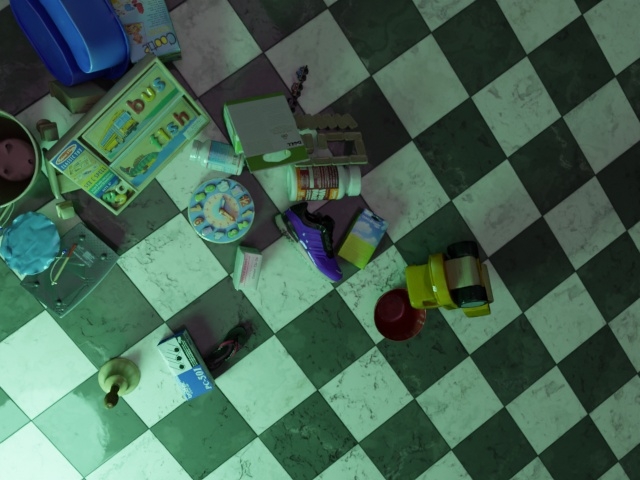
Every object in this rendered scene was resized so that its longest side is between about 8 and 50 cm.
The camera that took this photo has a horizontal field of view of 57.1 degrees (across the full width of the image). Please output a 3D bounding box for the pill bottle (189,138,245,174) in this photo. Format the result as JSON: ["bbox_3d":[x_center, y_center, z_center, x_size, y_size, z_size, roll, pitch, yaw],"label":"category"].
[{"bbox_3d":[-0.314,-0.258,1.793,0.160,0.087,0.087,13,94,-13],"label":"pill bottle"}]

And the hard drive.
[{"bbox_3d":[-0.744,0.086,1.760,0.172,0.054,0.254,44,86,-13],"label":"hard drive"}]

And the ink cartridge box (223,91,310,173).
[{"bbox_3d":[-0.163,-0.300,1.745,0.189,0.097,0.255,-15,68,-16],"label":"ink cartridge box"}]

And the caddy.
[{"bbox_3d":[-0.661,-0.590,1.590,0.179,0.241,0.341,-48,117,-44],"label":"caddy"}]

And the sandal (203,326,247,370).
[{"bbox_3d":[-0.303,0.354,1.891,0.179,0.040,0.067,-46,102,-3],"label":"sandal"}]

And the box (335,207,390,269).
[{"bbox_3d":[0.139,-0.006,1.941,0.109,0.042,0.178,30,90,-14],"label":"box"}]

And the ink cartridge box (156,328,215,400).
[{"bbox_3d":[-0.424,0.395,1.861,0.097,0.046,0.207,-26,101,3],"label":"ink cartridge box"}]

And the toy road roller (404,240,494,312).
[{"bbox_3d":[0.416,0.139,1.907,0.241,0.329,0.202,-13,71,20],"label":"toy road roller"}]

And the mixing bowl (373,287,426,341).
[{"bbox_3d":[0.251,0.236,1.965,0.182,0.098,0.181,-2,98,-12],"label":"mixing bowl"}]

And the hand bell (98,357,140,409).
[{"bbox_3d":[-0.609,0.445,1.735,0.126,0.242,0.126,-2,98,-12],"label":"hand bell"}]

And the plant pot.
[{"bbox_3d":[-0.865,-0.221,1.585,0.257,0.274,0.256,-2,98,-12],"label":"plant pot"}]

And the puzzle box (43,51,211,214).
[{"bbox_3d":[-0.536,-0.297,1.675,0.409,0.052,0.272,-47,139,-6],"label":"puzzle box"}]

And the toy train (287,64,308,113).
[{"bbox_3d":[-0.075,-0.478,1.849,0.036,0.027,0.158,19,92,-3],"label":"toy train"}]

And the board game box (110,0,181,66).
[{"bbox_3d":[-0.508,-0.647,1.677,0.144,0.142,0.275,-18,99,-8],"label":"board game box"}]

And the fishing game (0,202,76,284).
[{"bbox_3d":[-0.840,0.011,1.712,0.264,0.041,0.189,29,90,9],"label":"fishing game"}]

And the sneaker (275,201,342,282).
[{"bbox_3d":[0.000,0.000,1.862,0.146,0.102,0.293,-37,104,14],"label":"sneaker"}]

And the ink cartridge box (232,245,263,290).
[{"bbox_3d":[-0.223,0.087,1.796,0.067,0.198,0.115,9,95,-13],"label":"ink cartridge box"}]

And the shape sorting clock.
[{"bbox_3d":[-0.309,-0.093,1.837,0.206,0.040,0.206,-1,97,-12],"label":"shape sorting clock"}]

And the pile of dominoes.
[{"bbox_3d":[0.009,-0.312,1.857,0.251,0.040,0.196,-4,65,-12],"label":"pile of dominoes"}]

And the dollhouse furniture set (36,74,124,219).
[{"bbox_3d":[-0.669,-0.284,1.734,0.303,0.174,0.355,-20,131,-33],"label":"dollhouse furniture set"}]

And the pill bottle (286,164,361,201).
[{"bbox_3d":[0.010,-0.186,1.852,0.221,0.121,0.121,-3,97,-11],"label":"pill bottle"}]
